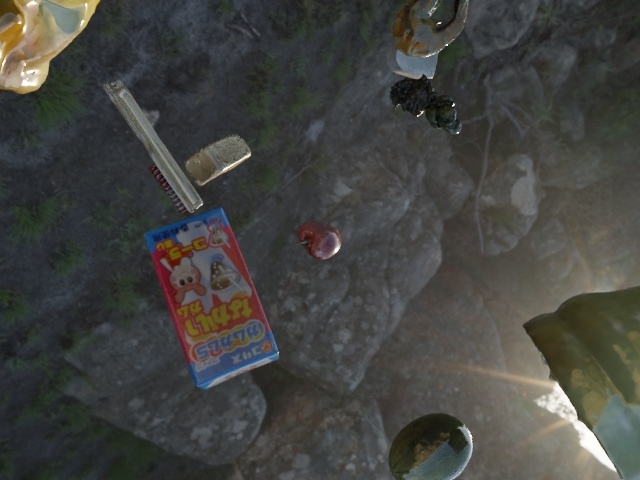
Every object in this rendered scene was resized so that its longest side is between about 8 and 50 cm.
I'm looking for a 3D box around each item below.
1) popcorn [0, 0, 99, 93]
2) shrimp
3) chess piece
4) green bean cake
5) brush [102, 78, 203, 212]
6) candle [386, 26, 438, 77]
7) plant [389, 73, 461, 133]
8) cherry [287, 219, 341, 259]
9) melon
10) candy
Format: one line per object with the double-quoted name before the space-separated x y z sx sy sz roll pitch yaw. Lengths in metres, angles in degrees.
"popcorn" -0.388 -0.314 0.455 0.354 0.390 0.344 18 125 -37
"shrimp" 0.265 -0.521 1.100 0.254 0.145 0.059 -52 165 1
"chess piece" 0.506 0.096 0.610 0.442 0.234 0.234 -34 159 13
"green bean cake" -0.289 -0.232 1.398 0.109 0.085 0.179 -26 -167 33
"brush" -0.374 -0.200 1.098 0.321 0.050 0.060 60 31 -18
"candle" 0.310 -0.593 1.586 0.192 0.068 0.168 -43 121 -12
"plant" 0.211 -0.274 0.988 0.087 0.174 0.085 -53 152 9
"cherry" -0.001 -0.006 1.200 0.087 0.106 0.126 -56 172 27
"melon" 0.162 0.310 0.729 0.131 0.098 0.098 -28 147 -17
"candy" -0.204 0.106 0.930 0.157 0.305 0.100 -20 165 -13
